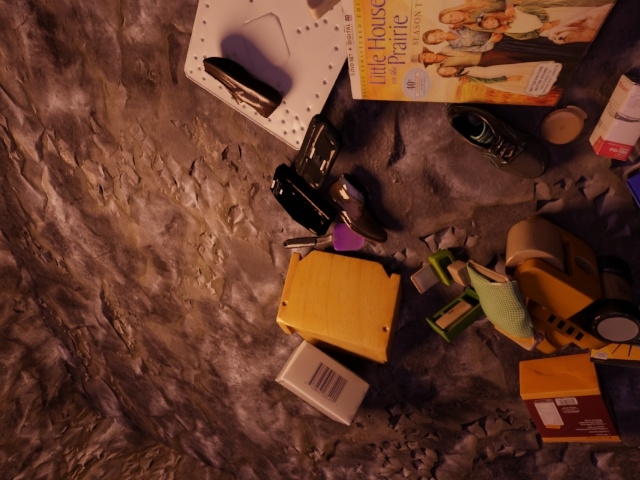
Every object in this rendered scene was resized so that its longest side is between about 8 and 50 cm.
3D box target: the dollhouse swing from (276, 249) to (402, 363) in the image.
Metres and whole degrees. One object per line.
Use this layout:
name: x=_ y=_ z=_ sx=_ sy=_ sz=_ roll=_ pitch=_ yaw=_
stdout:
dollhouse swing: x=0.086 y=0.227 z=1.338 sx=0.346 sy=0.305 sz=0.316 roll=10 pitch=82 yaw=20

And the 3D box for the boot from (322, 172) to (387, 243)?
boot: x=0.112 y=-0.087 z=1.115 sx=0.219 sy=0.082 sz=0.106 roll=37 pitch=131 yaw=3

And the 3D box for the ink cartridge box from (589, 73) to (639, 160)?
ink cartridge box: x=0.585 y=-0.237 z=0.784 sx=0.056 sy=0.099 sz=0.135 roll=18 pitch=126 yaw=14

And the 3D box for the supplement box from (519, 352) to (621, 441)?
supplement box: x=0.692 y=0.443 z=1.141 sx=0.191 sy=0.129 sz=0.194 roll=-20 pitch=110 yaw=33

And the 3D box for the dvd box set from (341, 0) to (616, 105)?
dvd box set: x=0.254 y=-0.370 z=0.737 sx=0.419 sy=0.062 sz=0.308 roll=6 pitch=161 yaw=11

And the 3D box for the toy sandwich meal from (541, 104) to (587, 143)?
toy sandwich meal: x=0.511 y=-0.246 z=0.860 sx=0.085 sy=0.029 sz=0.086 roll=14 pitch=129 yaw=18

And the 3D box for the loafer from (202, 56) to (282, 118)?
loafer: x=-0.205 y=-0.378 z=1.018 sx=0.220 sy=0.080 sz=0.078 roll=35 pitch=128 yaw=2

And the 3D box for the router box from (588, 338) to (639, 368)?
router box: x=0.791 y=0.259 z=1.031 sx=0.178 sy=0.046 sz=0.133 roll=2 pitch=120 yaw=24

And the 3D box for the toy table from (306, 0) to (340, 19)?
toy table: x=0.048 y=-0.541 z=0.743 sx=0.274 sy=0.252 sz=0.161 roll=-43 pitch=70 yaw=16

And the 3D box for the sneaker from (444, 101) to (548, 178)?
sneaker: x=0.380 y=-0.213 z=0.894 sx=0.267 sy=0.106 sz=0.101 roll=35 pitch=127 yaw=0

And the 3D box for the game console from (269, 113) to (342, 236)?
game console: x=-0.021 y=-0.164 z=1.078 sx=0.213 sy=0.044 sz=0.361 roll=44 pitch=145 yaw=10

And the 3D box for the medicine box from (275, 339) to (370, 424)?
medicine box: x=-0.003 y=0.494 z=1.420 sx=0.263 sy=0.149 sz=0.289 roll=33 pitch=158 yaw=3

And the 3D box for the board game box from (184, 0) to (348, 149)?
board game box: x=-0.124 y=-0.485 z=0.997 sx=0.389 sy=0.050 sz=0.390 roll=34 pitch=129 yaw=3

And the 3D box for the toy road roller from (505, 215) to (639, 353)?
toy road roller: x=0.550 y=0.128 z=0.968 sx=0.329 sy=0.203 sz=0.241 roll=33 pitch=134 yaw=1

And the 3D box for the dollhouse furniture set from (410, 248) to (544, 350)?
dollhouse furniture set: x=0.358 y=0.162 z=1.000 sx=0.151 sy=0.301 sz=0.198 roll=-36 pitch=107 yaw=-3

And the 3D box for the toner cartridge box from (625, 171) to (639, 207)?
toner cartridge box: x=0.756 y=-0.153 z=0.715 sx=0.075 sy=0.165 sz=0.347 roll=44 pitch=128 yaw=-7

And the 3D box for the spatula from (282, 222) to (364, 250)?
spatula: x=0.000 y=0.000 z=1.244 sx=0.296 sy=0.030 sz=0.084 roll=-8 pitch=76 yaw=35
